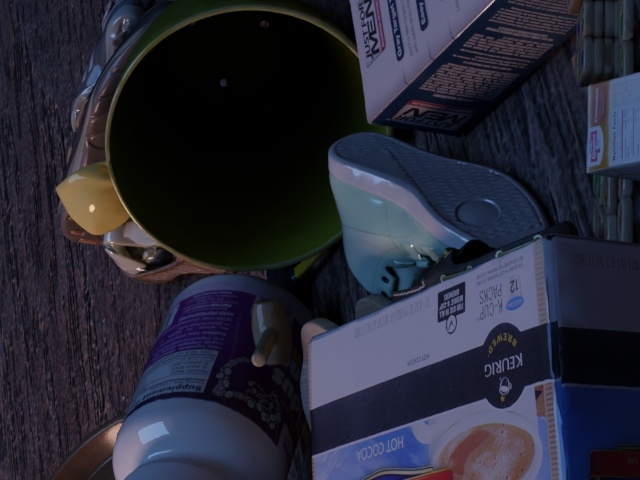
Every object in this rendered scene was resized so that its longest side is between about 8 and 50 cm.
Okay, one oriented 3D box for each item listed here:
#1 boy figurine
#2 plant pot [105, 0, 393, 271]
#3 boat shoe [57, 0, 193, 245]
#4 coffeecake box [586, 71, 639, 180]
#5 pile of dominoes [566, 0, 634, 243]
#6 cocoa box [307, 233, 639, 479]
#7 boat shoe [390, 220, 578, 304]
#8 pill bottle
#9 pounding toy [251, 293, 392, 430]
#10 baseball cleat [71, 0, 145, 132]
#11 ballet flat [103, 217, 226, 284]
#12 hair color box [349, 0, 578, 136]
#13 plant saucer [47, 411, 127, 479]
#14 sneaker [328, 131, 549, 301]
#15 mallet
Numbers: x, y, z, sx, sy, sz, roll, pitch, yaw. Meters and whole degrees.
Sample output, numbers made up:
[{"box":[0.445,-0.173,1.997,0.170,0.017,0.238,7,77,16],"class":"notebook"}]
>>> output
[{"box":[-0.192,-0.135,2.177,0.285,0.092,0.177,-53,0,9],"class":"boy figurine"},{"box":[-0.082,-0.153,1.945,0.293,0.275,0.274,-104,30,-64],"class":"plant pot"},{"box":[-0.243,-0.157,2.340,0.355,0.132,0.130,-59,32,31],"class":"boat shoe"},{"box":[0.292,-0.080,1.302,0.185,0.142,0.068,-10,76,62],"class":"coffeecake box"},{"box":[0.209,-0.084,1.473,0.196,0.040,0.251,81,-169,-81],"class":"pile of dominoes"},{"box":[0.168,0.155,1.391,0.347,0.231,0.228,-27,61,58],"class":"cocoa box"},{"box":[0.135,0.032,1.557,0.228,0.081,0.068,-13,86,52],"class":"boat shoe"},{"box":[-0.104,0.182,1.850,0.169,0.169,0.301,-59,9,38],"class":"pill bottle"},{"box":[0.025,0.147,1.713,0.269,0.155,0.154,15,122,54],"class":"pounding toy"},{"box":[-0.269,-0.231,2.492,0.206,0.072,0.109,-58,23,31],"class":"baseball cleat"},{"box":[-0.191,-0.008,2.236,0.316,0.106,0.107,-12,73,61],"class":"ballet flat"},{"box":[0.154,-0.248,1.638,0.347,0.105,0.174,-42,48,51],"class":"hair color box"},{"box":[-0.215,0.309,2.081,0.278,0.041,0.278,-24,44,26],"class":"plant saucer"},{"box":[0.112,0.009,1.708,0.256,0.094,0.151,29,138,44],"class":"sneaker"},{"box":[0.000,0.000,1.959,0.189,0.039,0.062,-52,38,37],"class":"mallet"}]
